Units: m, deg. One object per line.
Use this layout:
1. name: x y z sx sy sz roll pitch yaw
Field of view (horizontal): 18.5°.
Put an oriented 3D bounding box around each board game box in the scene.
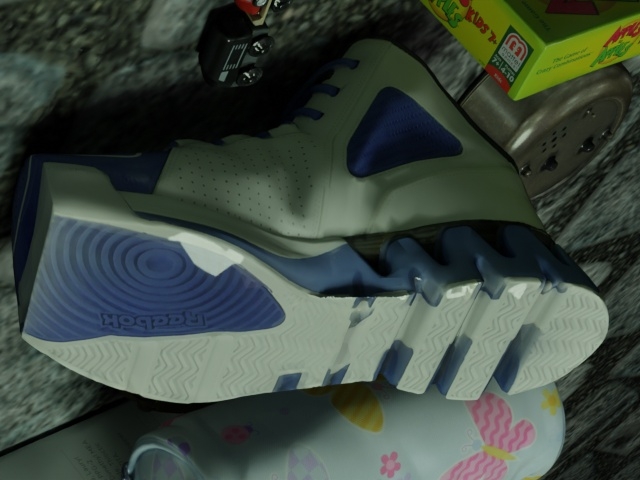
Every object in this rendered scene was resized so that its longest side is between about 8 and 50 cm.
1. board game box: 0.146 -0.144 1.098 0.181 0.092 0.043 -21 152 -40

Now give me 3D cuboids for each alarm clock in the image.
1. alarm clock: 0.148 -0.088 1.260 0.129 0.064 0.192 -24 151 -35

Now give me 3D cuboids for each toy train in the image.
1. toy train: -0.029 -0.128 0.934 0.036 0.027 0.158 -13 148 -30

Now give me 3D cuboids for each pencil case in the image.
1. pencil case: 0.019 0.134 1.185 0.273 0.113 0.124 -20 125 -32

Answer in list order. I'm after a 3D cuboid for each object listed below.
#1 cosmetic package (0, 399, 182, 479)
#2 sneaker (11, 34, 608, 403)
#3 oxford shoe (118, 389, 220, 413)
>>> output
1. cosmetic package: -0.192 0.249 1.230 0.385 0.156 0.217 -19 150 -40
2. sneaker: -0.014 -0.018 1.046 0.316 0.182 0.127 6 135 -22
3. oxford shoe: -0.087 0.065 1.143 0.096 0.083 0.227 -37 157 11
